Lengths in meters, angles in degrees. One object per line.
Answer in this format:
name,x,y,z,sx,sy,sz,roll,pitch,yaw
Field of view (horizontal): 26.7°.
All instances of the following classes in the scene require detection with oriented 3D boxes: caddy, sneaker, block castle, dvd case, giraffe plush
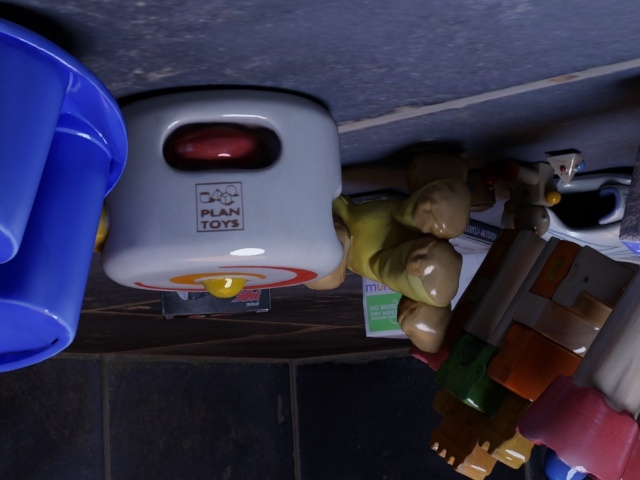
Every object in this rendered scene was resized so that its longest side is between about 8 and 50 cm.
caddy,-0.293,-0.038,0.845,0.341,0.179,0.241,-3,149,6
sneaker,0.342,-0.020,1.402,0.297,0.111,0.129,-4,166,0
block castle,0.260,0.160,1.186,0.303,0.213,0.453,32,179,-10
dvd case,0.094,0.003,1.715,0.238,0.030,0.179,-8,170,28
giraffe plush,0.039,-0.004,1.255,0.170,0.181,0.210,8,-174,-1

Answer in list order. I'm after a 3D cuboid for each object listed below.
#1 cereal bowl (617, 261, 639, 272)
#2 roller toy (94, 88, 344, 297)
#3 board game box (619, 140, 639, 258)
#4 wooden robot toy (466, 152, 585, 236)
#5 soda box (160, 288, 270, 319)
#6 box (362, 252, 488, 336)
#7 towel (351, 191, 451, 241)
cereal bowl,0.450,0.040,1.625,0.339,0.141,0.339,7,172,1
roller toy,-0.079,-0.028,1.052,0.191,0.146,0.209,-11,168,40
board game box,0.401,-0.005,1.011,0.232,0.141,0.291,3,159,40
wooden robot toy,0.193,-0.035,1.326,0.076,0.079,0.173,4,169,-38
soda box,-0.162,0.087,2.082,0.169,0.060,0.053,-3,173,-4
box,0.224,0.066,1.871,0.262,0.127,0.231,-6,173,28
towel,0.000,0.000,1.546,0.282,0.049,0.187,-12,169,27
